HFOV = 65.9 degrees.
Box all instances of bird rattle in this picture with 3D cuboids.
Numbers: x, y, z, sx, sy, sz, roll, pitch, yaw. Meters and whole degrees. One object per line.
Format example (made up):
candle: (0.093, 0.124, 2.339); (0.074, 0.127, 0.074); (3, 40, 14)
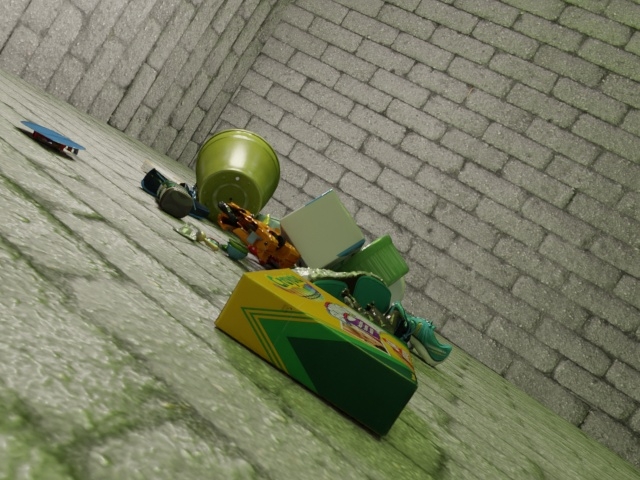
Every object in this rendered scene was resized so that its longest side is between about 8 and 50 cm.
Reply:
bird rattle: (-0.168, 0.024, 1.715); (0.207, 0.143, 0.253); (51, -6, -34)

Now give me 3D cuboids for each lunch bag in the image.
lunch bag: (-0.163, -0.009, 2.049); (0.279, 0.108, 0.224); (23, -11, -17)

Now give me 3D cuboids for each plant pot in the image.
plant pot: (-0.344, -0.226, 1.994); (0.366, 0.366, 0.353); (32, 19, -18)

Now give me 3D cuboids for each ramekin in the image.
ramekin: (0.160, 0.127, 1.716); (0.148, 0.303, 0.303); (53, 5, 9)

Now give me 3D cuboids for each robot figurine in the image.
robot figurine: (-0.199, -0.022, 1.480); (0.291, 0.085, 0.211); (34, 2, 39)

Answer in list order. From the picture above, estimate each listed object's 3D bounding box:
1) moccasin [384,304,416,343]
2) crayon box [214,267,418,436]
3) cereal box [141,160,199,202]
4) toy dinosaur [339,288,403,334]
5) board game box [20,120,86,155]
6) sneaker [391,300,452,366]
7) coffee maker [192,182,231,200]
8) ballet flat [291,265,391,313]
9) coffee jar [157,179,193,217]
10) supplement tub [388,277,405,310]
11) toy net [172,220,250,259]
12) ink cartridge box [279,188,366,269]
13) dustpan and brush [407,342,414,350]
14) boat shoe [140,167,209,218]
moccasin: (0.252, 0.286, 1.618); (0.117, 0.137, 0.342); (37, 4, 12)
crayon box: (0.012, 0.175, 0.917); (0.313, 0.106, 0.363); (33, 2, 7)
cereal box: (-0.625, -0.244, 2.104); (0.240, 0.047, 0.173); (33, 1, 23)
toy dinosaur: (0.124, 0.223, 1.329); (0.313, 0.121, 0.160); (29, 16, -41)
board game box: (-0.736, -0.273, 1.351); (0.169, 0.033, 0.133); (28, 6, 6)
sneaker: (0.367, 0.327, 1.815); (0.275, 0.110, 0.107); (49, 13, 14)
coffee maker: (-0.505, -0.219, 2.342); (0.178, 0.120, 0.171); (33, 1, -6)
ballet flat: (0.051, 0.137, 1.451); (0.409, 0.147, 0.147); (17, 13, -46)
coffee jar: (-0.452, -0.129, 1.535); (0.096, 0.079, 0.184); (32, 3, -27)
supplement tub: (0.231, 0.188, 2.098); (0.241, 0.241, 0.331); (33, 1, 3)
toy net: (-0.308, -0.010, 1.374); (0.232, 0.045, 0.122); (30, 4, -42)
ink cartridge box: (0.000, 0.000, 1.610); (0.197, 0.198, 0.270); (57, -9, 10)
dustpan and brush: (0.295, 0.344, 1.900); (0.147, 0.060, 0.211); (33, 2, 4)
boat shoe: (-0.475, -0.155, 1.676); (0.258, 0.089, 0.109); (31, 3, -45)
